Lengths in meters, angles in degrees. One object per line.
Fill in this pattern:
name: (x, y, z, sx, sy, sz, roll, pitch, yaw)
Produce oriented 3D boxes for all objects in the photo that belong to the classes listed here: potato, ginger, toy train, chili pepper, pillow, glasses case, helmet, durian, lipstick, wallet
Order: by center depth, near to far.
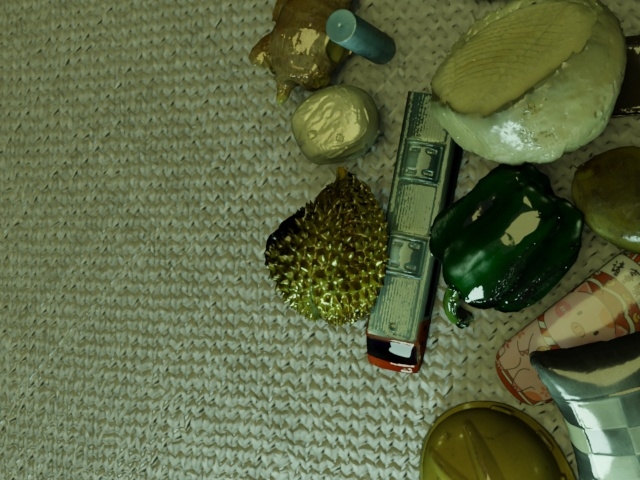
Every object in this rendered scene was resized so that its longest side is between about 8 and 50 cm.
potato: (0.437, -0.046, 1.181, 0.251, 0.113, 0.149, 25, 72, 18)
pillow: (0.390, 0.224, 1.186, 0.186, 0.106, 0.250, -15, 114, 20)
wallet: (0.445, -0.221, 1.234, 0.198, 0.031, 0.110, 1, 90, 25)
glasses case: (0.353, 0.118, 1.247, 0.267, 0.067, 0.103, -43, 80, 18)
helmet: (0.230, 0.335, 1.250, 0.205, 0.140, 0.257, -42, 68, 9)
chili pepper: (0.229, 0.021, 1.253, 0.174, 0.165, 0.261, 52, 123, 23)
lipstick: (0.061, -0.291, 1.339, 0.048, 0.158, 0.048, -1, 89, 25)
toy train: (0.134, -0.007, 1.341, 0.086, 0.089, 0.409, 11, 93, 19)
durian: (0.000, 0.000, 1.346, 0.193, 0.138, 0.237, -33, 53, 57)
ginger: (-0.025, -0.304, 1.407, 0.157, 0.102, 0.216, 23, 92, 29)

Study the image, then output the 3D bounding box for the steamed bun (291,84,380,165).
steamed bun: (0.027, -0.174, 1.388, 0.130, 0.091, 0.112, -24, 82, 19)

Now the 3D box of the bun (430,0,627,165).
bun: (0.279, -0.198, 1.196, 0.259, 0.259, 0.152, -26, 122, 22)
